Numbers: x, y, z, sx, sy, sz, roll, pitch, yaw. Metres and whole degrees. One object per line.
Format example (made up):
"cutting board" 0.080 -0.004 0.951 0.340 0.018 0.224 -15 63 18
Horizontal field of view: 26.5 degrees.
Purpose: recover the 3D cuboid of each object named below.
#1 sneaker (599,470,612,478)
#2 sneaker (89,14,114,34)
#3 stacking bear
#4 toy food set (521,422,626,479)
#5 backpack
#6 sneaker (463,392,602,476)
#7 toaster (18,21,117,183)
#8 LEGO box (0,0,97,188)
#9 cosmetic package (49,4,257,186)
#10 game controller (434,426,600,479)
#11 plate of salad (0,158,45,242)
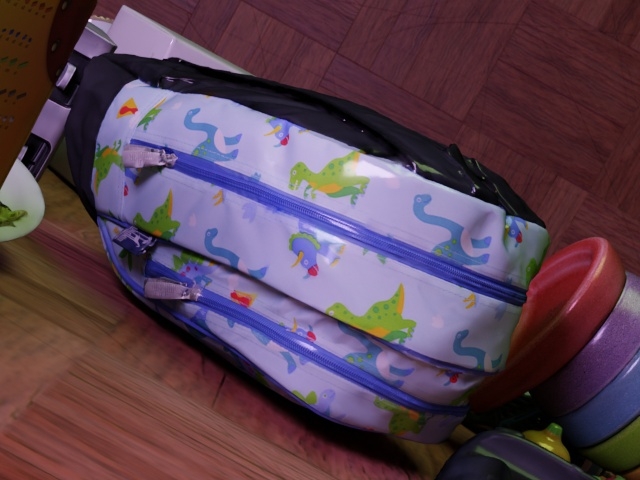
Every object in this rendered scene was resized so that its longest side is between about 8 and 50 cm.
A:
"sneaker" 0.262 0.216 1.357 0.069 0.038 0.098 31 14 9
"sneaker" -0.358 -0.169 1.560 0.282 0.153 0.099 -2 -7 25
"stacking bear" 0.290 0.146 1.144 0.289 0.175 0.164 41 -39 -5
"toy food set" 0.235 0.205 1.071 0.218 0.071 0.128 30 5 7
"backpack" 0.000 0.000 1.010 0.356 0.273 0.290 3 -17 43
"sneaker" 0.183 0.161 1.283 0.081 0.080 0.211 33 9 -48
"toaster" -0.265 -0.129 1.147 0.110 0.168 0.186 30 5 -21
"LEGO box" -0.363 -0.146 0.541 0.373 0.193 0.500 30 5 9
"cosmetic package" -0.095 -0.086 1.510 0.366 0.197 0.155 23 8 -38
"game controller" 0.220 0.229 0.890 0.319 0.067 0.166 29 19 10
"plate of salad" -0.270 -0.064 0.885 0.200 0.048 0.200 26 20 -11
